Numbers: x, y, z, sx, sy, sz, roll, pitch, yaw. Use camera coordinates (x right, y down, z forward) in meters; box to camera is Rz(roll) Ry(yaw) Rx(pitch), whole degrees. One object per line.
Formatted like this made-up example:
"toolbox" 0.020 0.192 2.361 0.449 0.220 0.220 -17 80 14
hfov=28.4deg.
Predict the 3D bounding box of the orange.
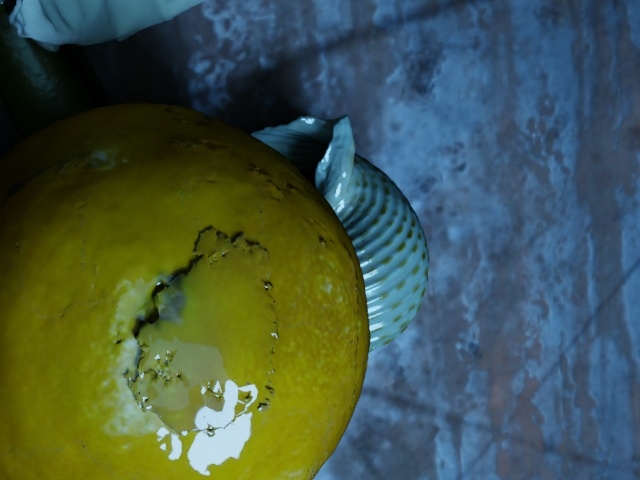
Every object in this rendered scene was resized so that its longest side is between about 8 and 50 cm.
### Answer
"orange" -0.095 0.049 0.686 0.246 0.246 0.246 -4 107 -14

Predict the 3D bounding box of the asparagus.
"asparagus" -0.202 -0.173 0.722 0.060 0.067 0.278 -20 108 16

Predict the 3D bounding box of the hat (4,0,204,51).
"hat" -0.121 -0.263 0.661 0.168 0.258 0.301 -13 90 16

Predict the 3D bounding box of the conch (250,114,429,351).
"conch" 0.002 0.002 0.812 0.135 0.102 0.153 -6 87 17
